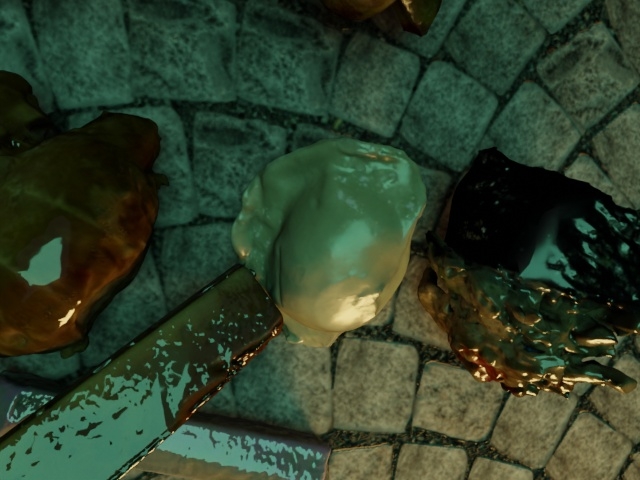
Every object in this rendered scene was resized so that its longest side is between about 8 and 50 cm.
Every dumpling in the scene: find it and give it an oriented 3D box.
[{"bbox_3d":[0.000,0.000,0.507,0.193,0.147,0.258,36,116,-1],"label":"dumpling"}]

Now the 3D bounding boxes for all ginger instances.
[{"bbox_3d":[-0.311,-0.010,0.451,0.357,0.152,0.274,-26,78,-9],"label":"ginger"}]

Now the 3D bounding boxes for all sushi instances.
[{"bbox_3d":[0.210,0.048,0.508,0.225,0.238,0.219,33,91,5],"label":"sushi"}]

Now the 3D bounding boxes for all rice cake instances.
[{"bbox_3d":[-0.166,0.222,0.526,0.398,0.064,0.070,16,81,-11],"label":"rice cake"}]

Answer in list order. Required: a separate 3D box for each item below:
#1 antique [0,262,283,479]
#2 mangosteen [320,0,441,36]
[{"bbox_3d":[-0.174,0.150,0.465,0.310,0.087,0.093,-39,88,-24],"label":"antique"},{"bbox_3d":[0.048,-0.359,0.426,0.306,0.307,0.347,-24,114,-9],"label":"mangosteen"}]
